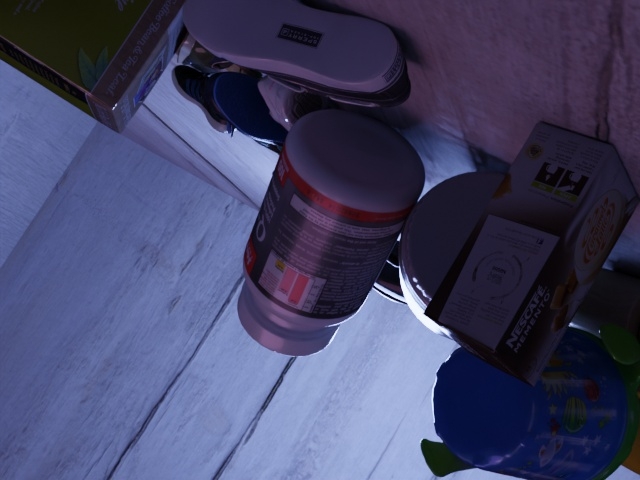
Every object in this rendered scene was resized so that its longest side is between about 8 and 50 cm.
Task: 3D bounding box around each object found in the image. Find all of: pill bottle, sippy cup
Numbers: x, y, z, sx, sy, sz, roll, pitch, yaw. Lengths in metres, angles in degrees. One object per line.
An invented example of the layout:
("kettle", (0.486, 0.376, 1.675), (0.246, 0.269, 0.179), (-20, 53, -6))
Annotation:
("pill bottle", (0.000, 0.000, 1.375), (0.210, 0.363, 0.210), (14, -140, -12))
("sippy cup", (0.277, 0.224, 1.228), (0.224, 0.305, 0.240), (13, -169, -46))

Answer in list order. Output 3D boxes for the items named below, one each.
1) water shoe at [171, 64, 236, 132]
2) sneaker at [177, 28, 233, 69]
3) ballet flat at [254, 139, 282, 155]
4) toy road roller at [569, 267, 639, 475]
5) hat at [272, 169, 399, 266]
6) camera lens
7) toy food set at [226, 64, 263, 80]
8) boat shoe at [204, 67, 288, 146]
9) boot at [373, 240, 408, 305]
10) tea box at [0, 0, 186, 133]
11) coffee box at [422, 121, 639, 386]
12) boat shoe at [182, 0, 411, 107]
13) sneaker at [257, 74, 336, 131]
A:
("water shoe", (-0.207, -0.287, 1.696), (0.073, 0.080, 0.203), (-19, -127, -38))
("sneaker", (-0.173, -0.293, 1.408), (0.086, 0.064, 0.192), (23, -179, -10))
("ballet flat", (-0.092, -0.208, 1.741), (0.070, 0.070, 0.188), (25, 168, 49))
("toy road roller", (0.487, 0.215, 1.353), (0.329, 0.240, 0.202), (35, 173, -27))
("hat", (0.068, -0.081, 1.634), (0.331, 0.134, 0.331), (37, -179, -1))
("camera lens", (0.221, 0.029, 1.288), (0.219, 0.219, 0.274), (31, 174, 10))
("toy food set", (-0.132, -0.285, 1.483), (0.083, 0.020, 0.082), (32, 174, 5))
("boat shoe", (-0.105, -0.202, 1.492), (0.089, 0.109, 0.258), (18, 172, 42))
("boot", (0.257, 0.086, 1.908), (0.367, 0.146, 0.445), (21, 177, 5))
("tea box", (-0.369, -0.338, 1.292), (0.323, 0.220, 0.329), (34, 175, -10))
("coffee box", (0.234, 0.017, 0.986), (0.098, 0.246, 0.141), (27, 172, 39))
("boat shoe", (-0.028, -0.228, 1.060), (0.301, 0.108, 0.102), (21, 168, 26))
("sneaker", (-0.019, -0.193, 1.432), (0.115, 0.090, 0.232), (36, 169, 40))
